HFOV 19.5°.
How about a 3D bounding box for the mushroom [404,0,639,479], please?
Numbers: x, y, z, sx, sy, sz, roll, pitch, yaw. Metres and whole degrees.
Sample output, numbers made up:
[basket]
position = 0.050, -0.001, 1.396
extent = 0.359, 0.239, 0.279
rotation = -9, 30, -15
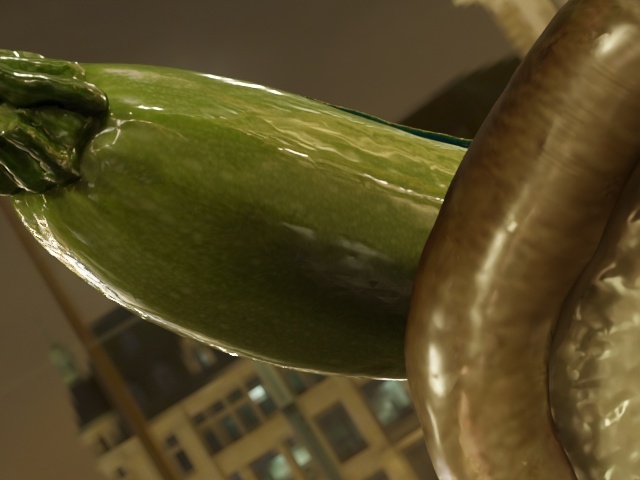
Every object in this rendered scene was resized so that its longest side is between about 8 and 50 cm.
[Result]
[mushroom]
position = 0.086, -0.014, 0.444
extent = 0.209, 0.094, 0.072
rotation = -60, 11, 10

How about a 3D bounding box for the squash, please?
[squash]
position = 0.000, 0.000, 0.622
extent = 0.341, 0.094, 0.094
rotation = 11, -42, -44
